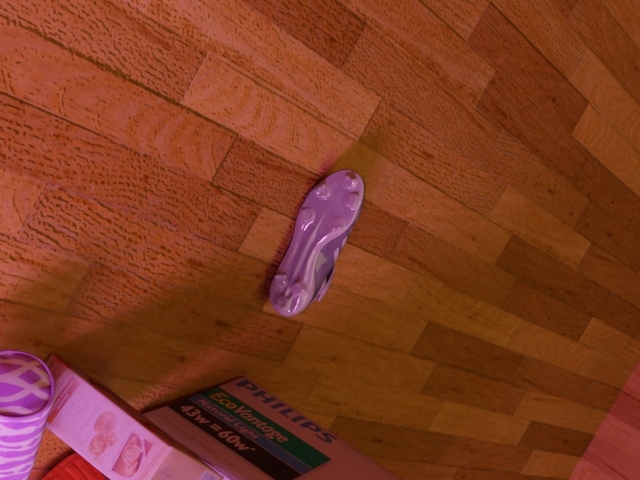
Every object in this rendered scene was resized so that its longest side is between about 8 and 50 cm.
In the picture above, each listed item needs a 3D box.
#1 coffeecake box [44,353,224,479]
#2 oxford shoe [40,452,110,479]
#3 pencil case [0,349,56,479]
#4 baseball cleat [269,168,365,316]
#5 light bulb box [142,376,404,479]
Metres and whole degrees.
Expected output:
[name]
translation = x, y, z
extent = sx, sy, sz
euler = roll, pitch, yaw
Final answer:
[coffeecake box]
translation = -0.213, 0.214, 1.493
extent = 0.068, 0.185, 0.142
euler = -54, 152, -7
[oxford shoe]
translation = -0.336, 0.371, 1.522
extent = 0.363, 0.130, 0.133
euler = -30, 149, -40
[pencil case]
translation = -0.318, 0.191, 1.369
extent = 0.088, 0.086, 0.206
euler = 8, 137, -19
[baseball cleat]
translation = 0.000, 0.000, 1.767
extent = 0.206, 0.072, 0.109
euler = -59, 166, 10
[light bulb box]
translation = -0.080, 0.424, 1.733
extent = 0.225, 0.358, 0.361
euler = -14, 128, -55
